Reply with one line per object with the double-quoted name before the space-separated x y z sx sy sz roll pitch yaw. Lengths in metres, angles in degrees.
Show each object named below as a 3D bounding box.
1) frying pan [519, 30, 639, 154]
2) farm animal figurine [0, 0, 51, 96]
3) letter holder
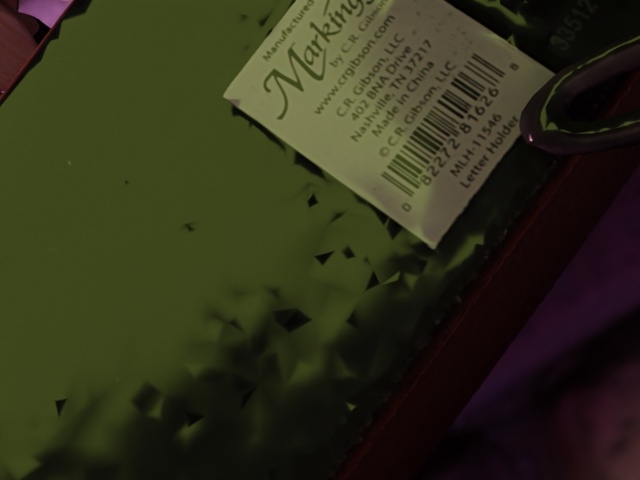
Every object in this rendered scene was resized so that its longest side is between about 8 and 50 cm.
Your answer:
"frying pan" 0.234 -0.067 0.362 0.326 0.053 0.197 -43 70 7
"farm animal figurine" -0.247 -0.037 0.722 0.330 0.172 0.326 24 79 48
"letter holder" 0.000 0.000 0.518 0.152 0.214 0.302 36 87 17
